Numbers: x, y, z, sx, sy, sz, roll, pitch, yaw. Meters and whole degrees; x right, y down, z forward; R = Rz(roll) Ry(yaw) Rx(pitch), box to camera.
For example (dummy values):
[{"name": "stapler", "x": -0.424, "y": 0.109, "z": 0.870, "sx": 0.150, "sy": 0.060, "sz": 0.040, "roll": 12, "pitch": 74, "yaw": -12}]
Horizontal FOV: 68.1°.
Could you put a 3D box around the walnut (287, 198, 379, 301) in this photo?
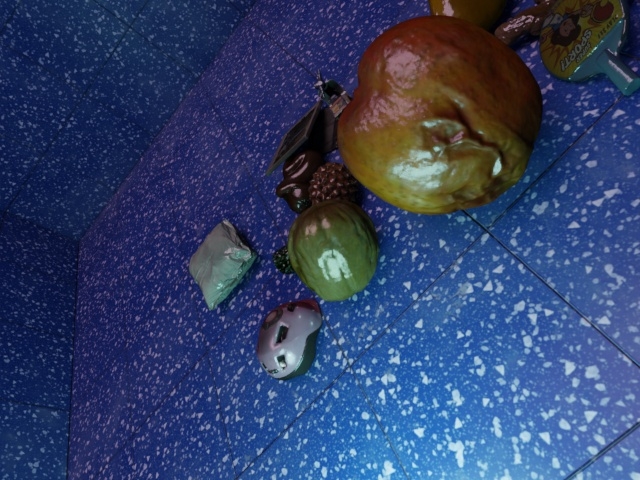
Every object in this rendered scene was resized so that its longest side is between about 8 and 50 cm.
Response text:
[{"name": "walnut", "x": 0.042, "y": 0.023, "z": 1.312, "sx": 0.283, "sy": 0.283, "sz": 0.227, "roll": -57, "pitch": 14, "yaw": 2}]

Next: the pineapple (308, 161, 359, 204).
[{"name": "pineapple", "x": 0.039, "y": -0.149, "z": 1.497, "sx": 0.166, "sy": 0.166, "sz": 0.193, "roll": -22, "pitch": 41, "yaw": 37}]

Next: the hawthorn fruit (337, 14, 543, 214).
[{"name": "hawthorn fruit", "x": 0.276, "y": -0.273, "z": 1.103, "sx": 0.471, "sy": 0.471, "sz": 0.472, "roll": -26, "pitch": 49, "yaw": 34}]

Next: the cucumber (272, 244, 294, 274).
[{"name": "cucumber", "x": 0.000, "y": 0.000, "z": 1.498, "sx": 0.359, "sy": 0.096, "sz": 0.096, "roll": -30, "pitch": 47, "yaw": 32}]

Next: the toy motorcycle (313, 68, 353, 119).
[{"name": "toy motorcycle", "x": 0.062, "y": -0.500, "z": 1.693, "sx": 0.091, "sy": 0.157, "sz": 0.263, "roll": -43, "pitch": 51, "yaw": 18}]

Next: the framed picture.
[{"name": "framed picture", "x": -0.097, "y": -0.399, "z": 1.820, "sx": 0.240, "sy": 0.020, "sz": 0.324, "roll": -36, "pitch": 24, "yaw": 35}]

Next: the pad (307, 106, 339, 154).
[{"name": "pad", "x": 0.012, "y": -0.420, "z": 1.815, "sx": 0.174, "sy": 0.022, "sz": 0.233, "roll": -17, "pitch": 55, "yaw": 41}]

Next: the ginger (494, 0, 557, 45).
[{"name": "ginger", "x": 0.596, "y": -0.637, "z": 1.264, "sx": 0.290, "sy": 0.122, "sz": 0.084, "roll": -45, "pitch": -2, "yaw": 15}]

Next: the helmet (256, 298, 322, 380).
[{"name": "helmet", "x": -0.108, "y": 0.280, "z": 1.393, "sx": 0.198, "sy": 0.154, "sz": 0.253, "roll": -26, "pitch": 54, "yaw": 36}]

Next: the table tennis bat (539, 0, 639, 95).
[{"name": "table tennis bat", "x": 0.634, "y": -0.463, "z": 1.109, "sx": 0.215, "sy": 0.044, "sz": 0.329, "roll": -56, "pitch": 41, "yaw": 45}]

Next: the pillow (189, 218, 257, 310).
[{"name": "pillow", "x": -0.392, "y": 0.084, "z": 1.831, "sx": 0.283, "sy": 0.138, "sz": 0.310, "roll": -54, "pitch": 42, "yaw": 7}]

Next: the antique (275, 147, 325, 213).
[{"name": "antique", "x": -0.061, "y": -0.214, "z": 1.689, "sx": 0.143, "sy": 0.121, "sz": 0.257, "roll": -9, "pitch": 52, "yaw": 34}]

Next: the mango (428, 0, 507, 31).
[{"name": "mango", "x": 0.430, "y": -0.742, "z": 1.395, "sx": 0.182, "sy": 0.252, "sz": 0.365, "roll": 98, "pitch": -172, "yaw": -66}]
